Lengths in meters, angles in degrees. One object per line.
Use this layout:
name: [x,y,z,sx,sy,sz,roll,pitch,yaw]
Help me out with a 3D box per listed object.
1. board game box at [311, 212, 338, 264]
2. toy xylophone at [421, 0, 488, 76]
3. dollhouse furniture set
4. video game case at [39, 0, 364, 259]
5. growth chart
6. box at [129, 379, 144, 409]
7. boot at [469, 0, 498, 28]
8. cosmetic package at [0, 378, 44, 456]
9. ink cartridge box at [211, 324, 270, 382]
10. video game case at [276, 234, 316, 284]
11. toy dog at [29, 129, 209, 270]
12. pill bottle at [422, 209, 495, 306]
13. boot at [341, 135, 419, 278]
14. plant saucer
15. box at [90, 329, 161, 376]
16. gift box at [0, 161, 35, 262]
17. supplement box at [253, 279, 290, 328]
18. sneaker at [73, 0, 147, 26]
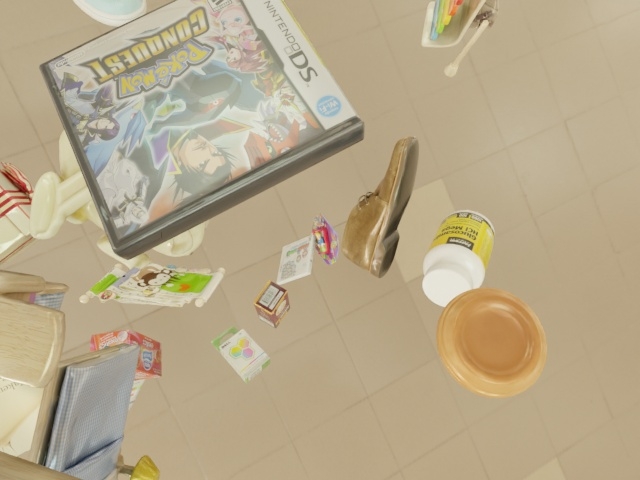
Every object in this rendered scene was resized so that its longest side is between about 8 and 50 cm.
board game box: [0.000,0.000,1.445,0.033,0.168,0.133,-9,132,-28]
toy xylophone: [0.289,-0.500,0.940,0.081,0.322,0.236,10,76,0]
dollhouse furniture set: [-0.200,0.182,0.445,0.198,0.303,0.286,12,87,10]
video game case: [-0.132,-0.150,0.485,0.275,0.035,0.248,-28,74,-5]
growth chart: [-0.317,0.084,0.894,0.237,0.172,0.021,3,113,-5]
box: [-0.731,0.561,1.635,0.038,0.145,0.186,42,113,27]
boot: [0.367,-0.556,1.084,0.042,0.118,0.087,-26,133,-44]
cosmetic package: [-0.656,0.283,0.953,0.160,0.113,0.309,-24,92,-30]
ink cartridge box: [-0.288,0.391,1.616,0.109,0.062,0.209,-36,65,-28]
video game case: [-0.081,0.064,1.505,0.019,0.157,0.143,31,53,-34]
toy dog: [-0.450,-0.098,1.131,0.284,0.408,0.395,-37,56,7]
pill bottle: [0.437,0.056,1.443,0.188,0.188,0.334,49,41,-9]
boot: [0.118,-0.074,0.938,0.115,0.112,0.305,26,117,25]
plant saucer: [0.313,0.179,0.819,0.200,0.037,0.200,0,70,0]
box: [-0.625,0.381,1.477,0.128,0.257,0.122,-8,67,0]
gift box: [-0.995,-0.088,1.420,0.258,0.276,0.255,-38,106,-4]
supplement box: [-0.175,0.238,1.666,0.081,0.188,0.104,29,67,14]
sneaker: [-0.409,-0.542,0.769,0.127,0.208,0.319,-30,78,-20]
